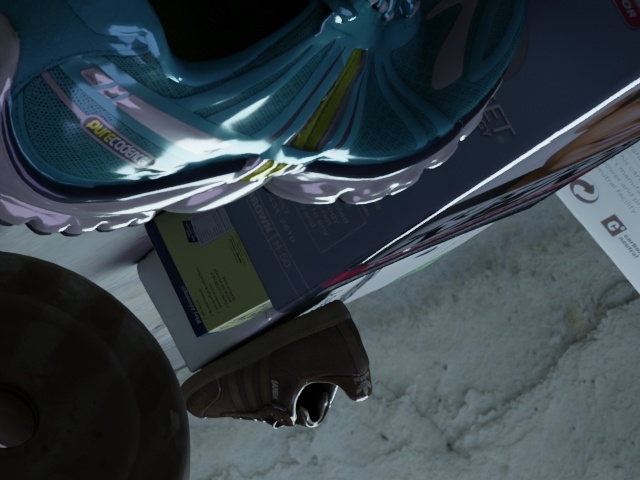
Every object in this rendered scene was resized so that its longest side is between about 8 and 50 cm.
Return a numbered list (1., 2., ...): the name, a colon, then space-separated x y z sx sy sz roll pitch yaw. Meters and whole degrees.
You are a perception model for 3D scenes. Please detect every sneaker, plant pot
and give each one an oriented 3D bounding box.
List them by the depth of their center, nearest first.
1. sneaker: -0.007 -0.072 0.624 0.275 0.107 0.110 -21 163 -49
2. plant pot: -0.201 0.159 1.010 0.323 0.323 0.280 -23 157 -35
3. sneaker: -0.034 0.104 1.311 0.066 0.071 0.188 -21 172 -38

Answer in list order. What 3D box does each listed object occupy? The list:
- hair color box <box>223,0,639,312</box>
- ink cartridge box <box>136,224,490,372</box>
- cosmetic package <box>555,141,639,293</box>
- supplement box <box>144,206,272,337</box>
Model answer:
1. hair color box: 0.109 -0.097 0.853 0.185 0.113 0.374 -23 173 -33
2. ink cartridge box: 0.000 0.000 1.357 0.219 0.092 0.160 -24 174 -29
3. cosmetic package: 0.394 -0.134 1.384 0.230 0.161 0.453 -44 -175 -36
4. supplement box: -0.051 0.005 1.204 0.083 0.083 0.056 -28 174 23
